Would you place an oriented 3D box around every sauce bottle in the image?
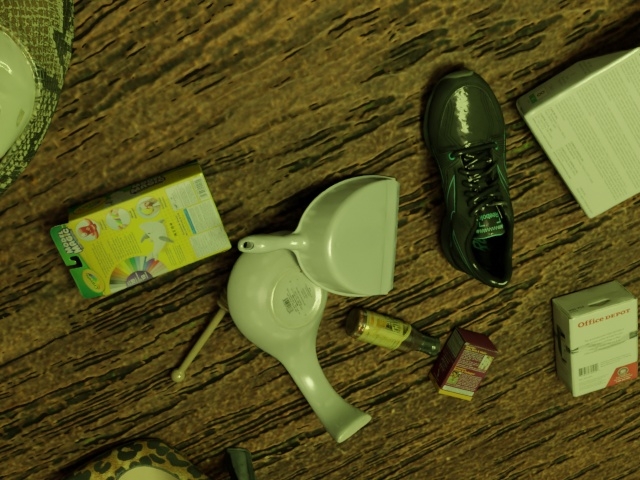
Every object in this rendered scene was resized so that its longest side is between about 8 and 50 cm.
[{"bbox_3d":[0.095,0.120,1.150,0.128,0.042,0.042,18,110,-25],"label":"sauce bottle"}]

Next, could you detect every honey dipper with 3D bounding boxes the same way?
[{"bbox_3d":[-0.137,0.113,1.093,0.030,0.030,0.161,26,110,-24],"label":"honey dipper"}]

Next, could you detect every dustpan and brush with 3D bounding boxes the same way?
[{"bbox_3d":[0.000,0.000,1.024,0.211,0.060,0.147,-7,104,-48],"label":"dustpan and brush"}]

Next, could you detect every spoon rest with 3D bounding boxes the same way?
[{"bbox_3d":[-0.026,0.116,1.094,0.137,0.084,0.276,-32,113,-23],"label":"spoon rest"}]

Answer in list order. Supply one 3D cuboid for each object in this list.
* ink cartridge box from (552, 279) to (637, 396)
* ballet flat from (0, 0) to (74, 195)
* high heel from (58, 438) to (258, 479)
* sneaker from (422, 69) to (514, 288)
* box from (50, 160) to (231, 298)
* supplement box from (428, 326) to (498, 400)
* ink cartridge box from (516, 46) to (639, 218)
[{"bbox_3d":[0.375,0.133,1.220,0.099,0.056,0.135,-15,119,-7],"label":"ink cartridge box"},{"bbox_3d":[-0.375,-0.065,0.852,0.164,0.182,0.483,28,106,-24],"label":"ballet flat"},{"bbox_3d":[-0.194,0.333,1.096,0.261,0.186,0.093,-2,117,-14],"label":"high heel"},{"bbox_3d":[0.189,-0.067,1.044,0.101,0.106,0.267,-16,118,-5],"label":"sneaker"},{"bbox_3d":[-0.202,-0.009,1.006,0.179,0.043,0.105,-21,120,-6],"label":"box"},{"bbox_3d":[0.190,0.165,1.195,0.055,0.043,0.083,18,111,-22],"label":"supplement box"},{"bbox_3d":[0.372,-0.149,1.053,0.224,0.056,0.181,-32,120,16],"label":"ink cartridge box"}]
